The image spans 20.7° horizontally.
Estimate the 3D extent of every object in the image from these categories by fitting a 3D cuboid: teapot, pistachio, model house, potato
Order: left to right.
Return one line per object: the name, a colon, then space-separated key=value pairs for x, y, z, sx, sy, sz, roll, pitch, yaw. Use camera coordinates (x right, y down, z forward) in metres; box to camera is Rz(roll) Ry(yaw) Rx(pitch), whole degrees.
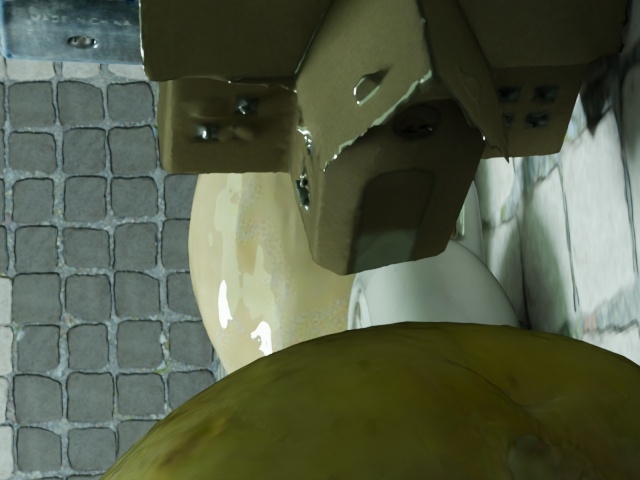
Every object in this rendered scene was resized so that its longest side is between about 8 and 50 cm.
pistachio: x=0.008 y=-0.008 z=0.939 sx=0.157 sy=0.157 sz=0.230 roll=-162 pitch=73 yaw=-82
model house: x=0.025 y=-0.124 z=0.607 sx=0.248 sy=0.180 sz=0.176 roll=95 pitch=169 yaw=-53
potato: x=0.023 y=0.125 z=0.528 sx=0.242 sy=0.285 sz=0.243 roll=13 pitch=106 yaw=57
teapot: x=0.050 y=0.060 z=0.808 sx=0.145 sy=0.092 sz=0.226 roll=177 pitch=92 yaw=-80

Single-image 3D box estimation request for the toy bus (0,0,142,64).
toy bus: x=-0.114 y=-0.205 z=0.855 sx=0.297 sy=0.106 sz=0.131 roll=104 pitch=166 yaw=-61
